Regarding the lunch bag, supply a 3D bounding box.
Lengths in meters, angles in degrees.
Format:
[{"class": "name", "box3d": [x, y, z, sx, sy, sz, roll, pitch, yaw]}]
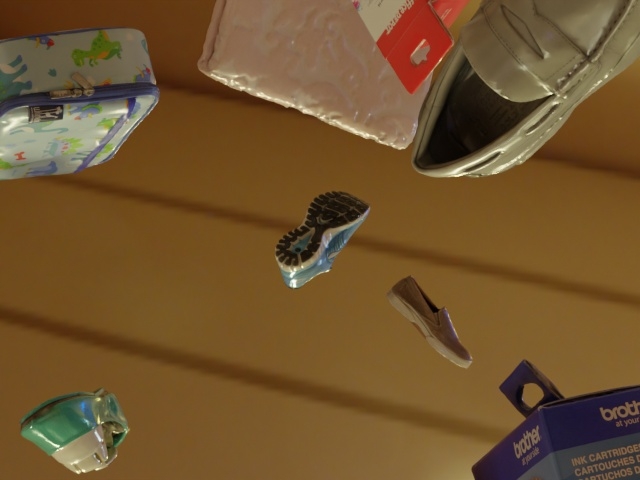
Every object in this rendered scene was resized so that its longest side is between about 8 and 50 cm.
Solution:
[{"class": "lunch bag", "box3d": [-0.259, -0.129, 1.752, 0.176, 0.090, 0.219, -9, 166, -29]}]

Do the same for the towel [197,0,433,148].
[{"class": "towel", "box3d": [0.021, -0.305, 2.241, 0.332, 0.317, 0.053, 18, 174, -37]}]

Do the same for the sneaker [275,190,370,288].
[{"class": "sneaker", "box3d": [0.000, 0.000, 2.240, 0.063, 0.073, 0.162, 31, -127, 26]}]

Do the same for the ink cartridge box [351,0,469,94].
[{"class": "ink cartridge box", "box3d": [0.088, -0.286, 1.915, 0.078, 0.134, 0.231, -24, -102, -26]}]

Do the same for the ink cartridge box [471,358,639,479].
[{"class": "ink cartridge box", "box3d": [0.288, 0.317, 1.879, 0.151, 0.270, 0.395, -8, -110, -15]}]

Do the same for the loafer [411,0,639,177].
[{"class": "loafer", "box3d": [0.162, -0.144, 1.338, 0.111, 0.319, 0.112, -27, -110, -34]}]

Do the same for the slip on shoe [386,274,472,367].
[{"class": "slip on shoe", "box3d": [0.142, 0.100, 2.241, 0.135, 0.041, 0.051, 45, -168, 8]}]

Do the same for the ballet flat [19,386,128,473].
[{"class": "ballet flat", "box3d": [-0.259, 0.212, 2.000, 0.083, 0.087, 0.247, -31, 175, 5]}]
